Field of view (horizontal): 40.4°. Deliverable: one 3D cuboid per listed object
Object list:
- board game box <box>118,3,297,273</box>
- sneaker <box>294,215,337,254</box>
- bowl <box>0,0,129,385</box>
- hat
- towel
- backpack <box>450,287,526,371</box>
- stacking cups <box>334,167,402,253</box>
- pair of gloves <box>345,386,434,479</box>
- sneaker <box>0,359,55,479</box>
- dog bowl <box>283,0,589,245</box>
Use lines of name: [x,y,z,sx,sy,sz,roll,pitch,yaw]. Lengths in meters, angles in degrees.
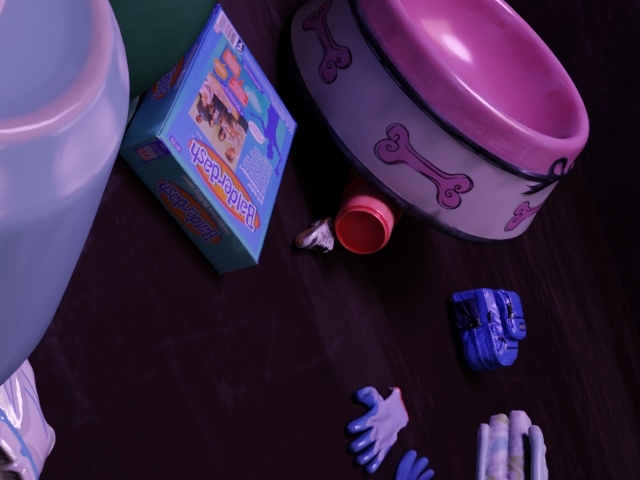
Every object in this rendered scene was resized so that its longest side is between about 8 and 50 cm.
board game box: [-0.096,-0.098,0.821,0.160,0.047,0.210,56,31,-34]
sneaker: [0.000,0.000,0.969,0.083,0.032,0.037,-37,108,-61]
bowl: [-0.208,-0.076,0.373,0.311,0.163,0.311,29,45,-33]
hat: [-0.084,-0.190,0.675,0.173,0.183,0.208,-72,160,-74]
towel: [0.206,0.421,0.946,0.374,0.090,0.320,-77,164,-45]
backpack: [0.256,0.135,1.314,0.098,0.101,0.120,10,70,-54]
stacking cups: [0.078,-0.083,1.098,0.096,0.096,0.316,62,29,-23]
pair of gloves: [0.085,0.256,1.001,0.159,0.023,0.198,-24,98,-64]
sneaker: [-0.212,0.065,0.502,0.083,0.071,0.190,-68,139,-70]
dog bowl: [0.162,-0.199,1.085,0.408,0.150,0.408,26,39,-24]
